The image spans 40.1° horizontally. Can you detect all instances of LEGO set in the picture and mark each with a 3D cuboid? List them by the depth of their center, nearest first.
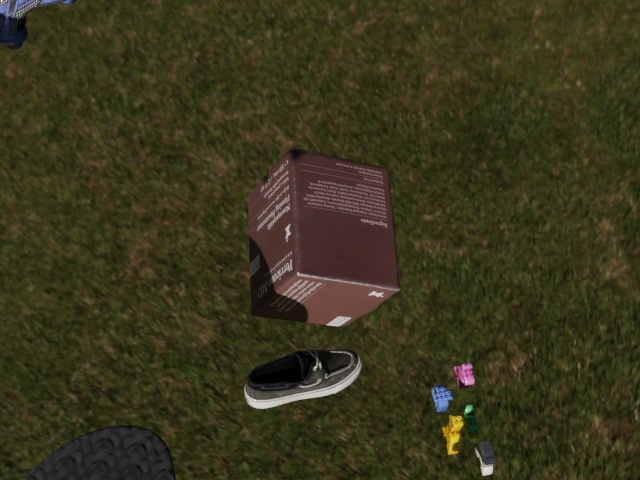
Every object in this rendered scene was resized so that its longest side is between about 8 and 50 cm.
[{"bbox_3d":[0.277,0.343,1.724,0.087,0.093,0.227,-8,60,-8],"label":"LEGO set"}]

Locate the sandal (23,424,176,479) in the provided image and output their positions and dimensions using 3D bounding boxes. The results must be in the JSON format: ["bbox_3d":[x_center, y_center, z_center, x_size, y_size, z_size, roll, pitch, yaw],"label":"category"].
[{"bbox_3d":[-0.271,0.398,0.869,0.167,0.107,0.446,18,68,2],"label":"sandal"}]

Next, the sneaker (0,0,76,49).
[{"bbox_3d":[-0.255,-0.272,0.836,0.221,0.087,0.083,-40,22,12],"label":"sneaker"}]

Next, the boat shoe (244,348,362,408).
[{"bbox_3d":[-0.024,0.227,1.506,0.219,0.070,0.078,-16,50,-22],"label":"boat shoe"}]

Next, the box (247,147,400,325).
[{"bbox_3d":[0.000,0.000,1.298,0.167,0.168,0.203,10,61,-26],"label":"box"}]
